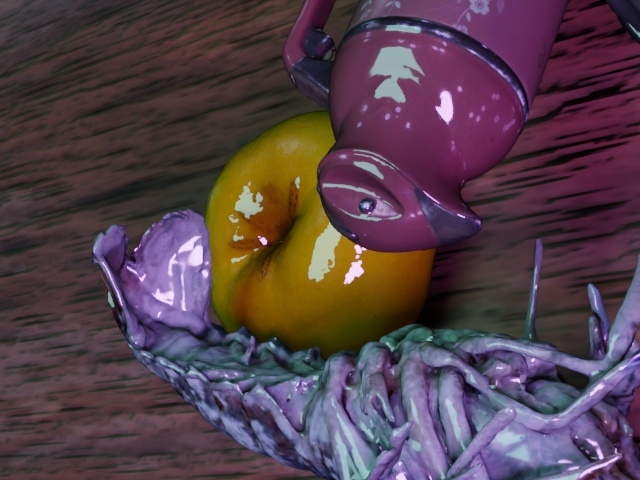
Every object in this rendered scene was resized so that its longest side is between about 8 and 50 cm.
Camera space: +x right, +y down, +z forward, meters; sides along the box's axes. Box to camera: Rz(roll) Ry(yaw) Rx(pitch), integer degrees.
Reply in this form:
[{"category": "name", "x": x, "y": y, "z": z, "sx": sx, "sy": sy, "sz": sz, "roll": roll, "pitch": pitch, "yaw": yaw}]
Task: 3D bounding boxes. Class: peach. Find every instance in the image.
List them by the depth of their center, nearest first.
[{"category": "peach", "x": 0.000, "y": 0.000, "z": 1.139, "sx": 0.179, "sy": 0.103, "sz": 0.179, "roll": -17, "pitch": 67, "yaw": 46}]

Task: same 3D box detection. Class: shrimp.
[{"category": "shrimp", "x": 0.051, "y": 0.080, "z": 0.962, "sx": 0.410, "sy": 0.221, "sz": 0.166, "roll": 6, "pitch": 104, "yaw": 35}]

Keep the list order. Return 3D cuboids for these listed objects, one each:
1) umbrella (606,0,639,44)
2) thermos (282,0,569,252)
[{"category": "umbrella", "x": 0.240, "y": -0.080, "z": 0.887, "sx": 0.118, "sy": 0.118, "sz": 0.340, "roll": -52, "pitch": 49, "yaw": 25}, {"category": "thermos", "x": 0.068, "y": -0.140, "z": 0.987, "sx": 0.109, "sy": 0.136, "sz": 0.330, "roll": 117, "pitch": 176, "yaw": -62}]
